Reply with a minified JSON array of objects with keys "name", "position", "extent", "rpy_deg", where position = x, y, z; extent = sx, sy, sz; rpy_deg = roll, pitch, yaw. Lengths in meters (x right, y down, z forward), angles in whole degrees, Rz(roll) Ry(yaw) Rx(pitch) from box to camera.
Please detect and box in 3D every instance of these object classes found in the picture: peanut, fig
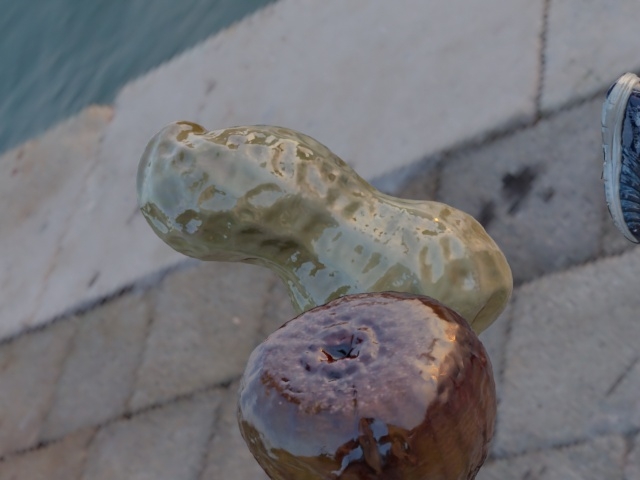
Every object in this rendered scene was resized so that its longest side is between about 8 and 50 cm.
[{"name":"peanut","position":[0.000,0.000,1.223],"extent":[0.136,0.298,0.120],"rpy_deg":[-64,4,-14]},{"name":"fig","position":[0.043,0.134,0.926],"extent":[0.146,0.201,0.134],"rpy_deg":[6,34,44]}]

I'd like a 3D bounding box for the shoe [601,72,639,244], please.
[{"name":"shoe","position":[0.268,-0.066,1.320],"extent":[0.071,0.143,0.064],"rpy_deg":[7,21,29]}]
